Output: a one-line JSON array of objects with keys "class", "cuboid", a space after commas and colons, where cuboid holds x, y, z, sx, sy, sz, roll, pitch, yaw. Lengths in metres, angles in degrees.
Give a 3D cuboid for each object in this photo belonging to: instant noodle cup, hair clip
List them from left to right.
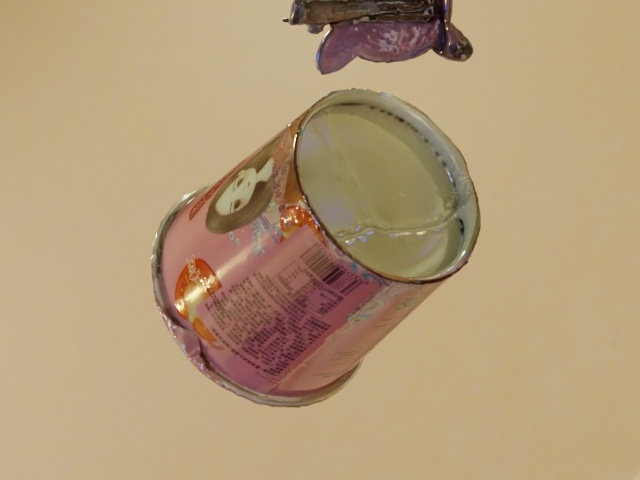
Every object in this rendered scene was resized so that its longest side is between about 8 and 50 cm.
[{"class": "instant noodle cup", "cuboid": [0.000, 0.000, 1.370, 0.243, 0.243, 0.231, -35, -5, -42]}, {"class": "hair clip", "cuboid": [0.053, -0.236, 1.480, 0.187, 0.056, 0.146, -9, -68, -14]}]
